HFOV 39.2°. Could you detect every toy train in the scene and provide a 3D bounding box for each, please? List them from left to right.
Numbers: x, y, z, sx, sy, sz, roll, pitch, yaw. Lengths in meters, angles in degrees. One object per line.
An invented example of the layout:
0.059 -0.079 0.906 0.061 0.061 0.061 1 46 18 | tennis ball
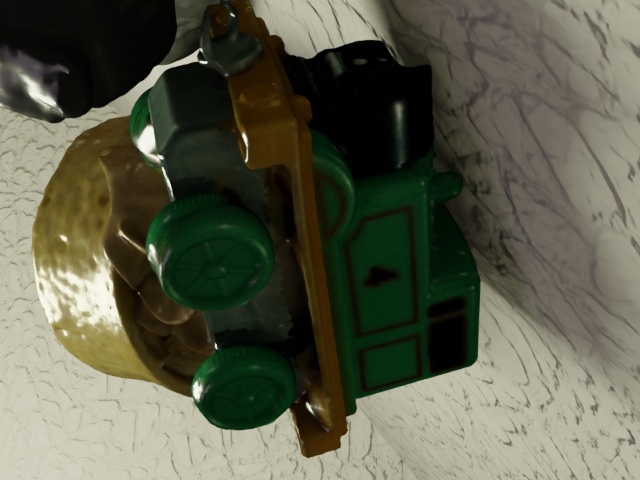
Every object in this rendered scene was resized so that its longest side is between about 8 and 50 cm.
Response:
0.000 0.000 0.704 0.178 0.249 0.429 -109 8 -46 | toy train

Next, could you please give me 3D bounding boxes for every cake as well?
-0.088 0.012 0.960 0.321 0.332 0.332 3 137 36 | cake

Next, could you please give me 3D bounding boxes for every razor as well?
-0.148 -0.232 0.513 0.107 0.189 0.326 20 136 10 | razor

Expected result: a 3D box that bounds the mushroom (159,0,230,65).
-0.172 -0.237 0.863 0.397 0.177 0.126 -173 63 -80 | mushroom
